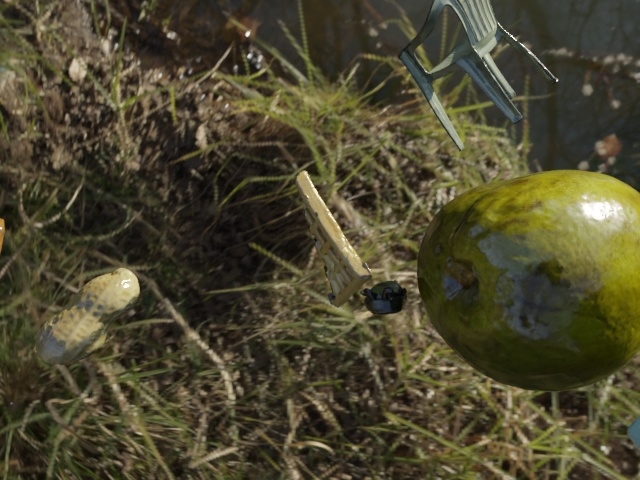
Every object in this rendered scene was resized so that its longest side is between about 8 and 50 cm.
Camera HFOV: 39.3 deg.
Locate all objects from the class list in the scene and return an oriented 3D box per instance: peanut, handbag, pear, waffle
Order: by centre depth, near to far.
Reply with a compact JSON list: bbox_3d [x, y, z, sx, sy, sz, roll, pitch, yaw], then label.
[{"bbox_3d":[0.000,0.000,1.065,0.023,0.097,0.153,-28,80,-29],"label":"waffle"},{"bbox_3d":[0.324,0.058,1.305,0.413,0.352,0.352,3,78,-42],"label":"pear"},{"bbox_3d":[0.101,0.087,1.382,0.072,0.111,0.047,-4,94,18],"label":"handbag"},{"bbox_3d":[-0.406,0.136,1.578,0.098,0.090,0.214,42,79,0],"label":"peanut"}]

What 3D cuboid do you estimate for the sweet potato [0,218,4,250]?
[{"bbox_3d":[-0.621,0.038,1.656,0.044,0.044,0.179,29,61,-12],"label":"sweet potato"}]

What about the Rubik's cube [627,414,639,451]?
[{"bbox_3d":[0.657,0.281,1.129,0.318,0.316,0.322,27,110,-30],"label":"Rubik's cube"}]

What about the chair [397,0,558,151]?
[{"bbox_3d":[0.267,-0.333,1.550,0.275,0.190,0.203,50,61,-12],"label":"chair"}]
